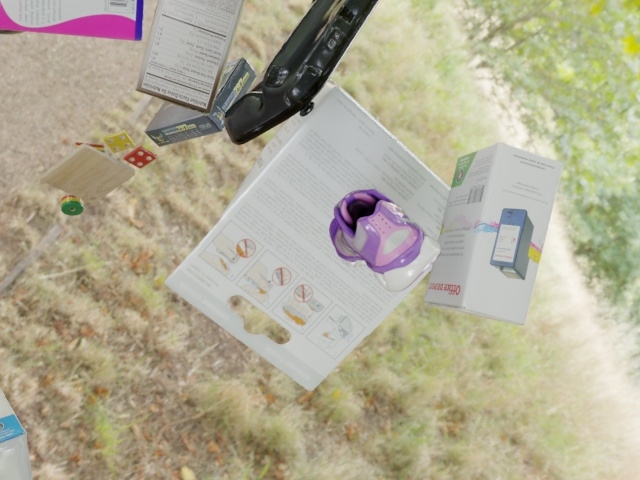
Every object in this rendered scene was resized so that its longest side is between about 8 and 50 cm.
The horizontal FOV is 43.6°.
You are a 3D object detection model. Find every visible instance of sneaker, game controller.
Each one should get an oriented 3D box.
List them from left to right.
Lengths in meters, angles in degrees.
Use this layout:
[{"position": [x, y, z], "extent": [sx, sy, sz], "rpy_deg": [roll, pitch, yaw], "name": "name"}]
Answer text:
[{"position": [-0.003, -0.239, 0.948], "extent": [0.067, 0.166, 0.319], "rpy_deg": [39, 55, -14], "name": "game controller"}, {"position": [0.056, -0.020, 0.974], "extent": [0.104, 0.095, 0.236], "rpy_deg": [47, -5, -18], "name": "sneaker"}]

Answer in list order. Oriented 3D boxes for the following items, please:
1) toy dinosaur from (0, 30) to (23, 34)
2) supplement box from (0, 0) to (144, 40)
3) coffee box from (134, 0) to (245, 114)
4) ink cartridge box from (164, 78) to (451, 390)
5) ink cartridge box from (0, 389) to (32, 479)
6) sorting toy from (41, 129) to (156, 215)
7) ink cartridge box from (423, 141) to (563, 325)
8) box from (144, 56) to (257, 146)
[{"position": [-0.614, -0.432, 1.511], "extent": [0.313, 0.160, 0.121], "rpy_deg": [41, 63, -76], "name": "toy dinosaur"}, {"position": [-0.363, -0.349, 1.116], "extent": [0.220, 0.111, 0.114], "rpy_deg": [0, 21, -21], "name": "supplement box"}, {"position": [-0.142, -0.299, 0.980], "extent": [0.098, 0.247, 0.141], "rpy_deg": [17, 24, -9], "name": "coffee box"}, {"position": [0.000, 0.000, 1.226], "extent": [0.308, 0.385, 0.091], "rpy_deg": [40, 9, -20], "name": "ink cartridge box"}, {"position": [-0.611, 0.347, 1.351], "extent": [0.171, 0.168, 0.232], "rpy_deg": [-16, 36, -33], "name": "ink cartridge box"}, {"position": [-0.457, -0.148, 1.600], "extent": [0.132, 0.274, 0.046], "rpy_deg": [29, 40, -48], "name": "sorting toy"}, {"position": [0.219, -0.005, 1.043], "extent": [0.093, 0.154, 0.213], "rpy_deg": [16, 85, -10], "name": "ink cartridge box"}, {"position": [-0.270, -0.308, 1.795], "extent": [0.059, 0.232, 0.183], "rpy_deg": [46, 56, -33], "name": "box"}]
